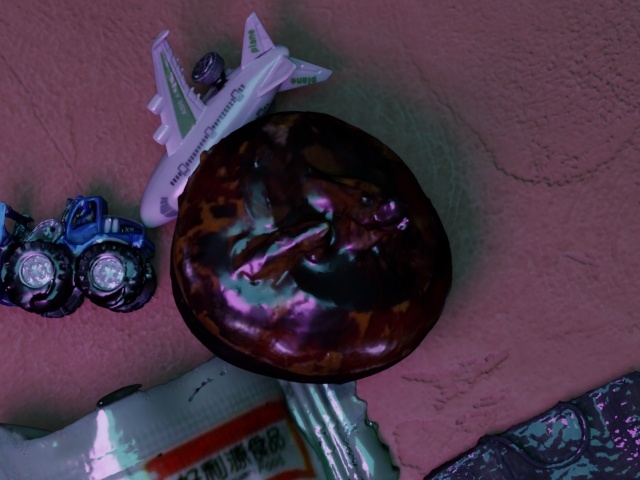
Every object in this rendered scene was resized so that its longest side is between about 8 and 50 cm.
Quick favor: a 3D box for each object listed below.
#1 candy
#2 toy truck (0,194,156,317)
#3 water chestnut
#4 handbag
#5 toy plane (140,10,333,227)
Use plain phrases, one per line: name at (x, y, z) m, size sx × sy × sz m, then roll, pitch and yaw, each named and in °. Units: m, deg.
candy at (-0.129, 0.237, 1.535) m, size 0.398 × 0.172 × 0.263 m, roll -21°, pitch 93°, yaw -21°
toy truck at (-0.283, 0.018, 1.569) m, size 0.208 × 0.113 × 0.126 m, roll -4°, pitch 83°, yaw 1°
water chestnut at (0.000, 0.000, 1.461) m, size 0.300 × 0.300 × 0.300 m, roll 0°, pitch 83°, yaw 2°
handbag at (0.253, 0.261, 1.541) m, size 0.270 × 0.089 × 0.175 m, roll -27°, pitch 76°, yaw -1°
toy plane at (-0.110, -0.118, 1.581) m, size 0.251 × 0.101 × 0.255 m, roll 35°, pitch 102°, yaw -30°
